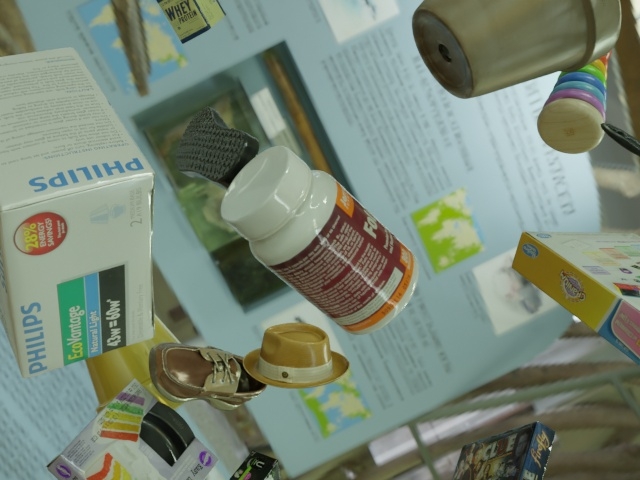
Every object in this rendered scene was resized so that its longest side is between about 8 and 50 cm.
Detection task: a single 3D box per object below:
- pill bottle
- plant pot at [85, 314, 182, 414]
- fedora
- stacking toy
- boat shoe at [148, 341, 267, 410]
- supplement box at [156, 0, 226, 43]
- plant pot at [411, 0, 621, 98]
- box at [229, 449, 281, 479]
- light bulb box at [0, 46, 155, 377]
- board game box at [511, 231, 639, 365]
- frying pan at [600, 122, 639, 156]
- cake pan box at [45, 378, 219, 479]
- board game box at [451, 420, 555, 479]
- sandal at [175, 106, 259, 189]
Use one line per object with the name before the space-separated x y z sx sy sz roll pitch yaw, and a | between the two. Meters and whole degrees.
pill bottle | 0.000 0.000 1.882 0.392 0.224 0.224 41 12 -30
plant pot | -0.403 0.270 2.030 0.239 0.254 0.254 59 1 -2
fedora | -0.044 0.197 1.661 0.194 0.194 0.079 -114 -156 -72
stacking toy | 0.574 -0.344 2.024 0.330 0.141 0.141 -64 142 -36
boat shoe | -0.216 0.258 1.838 0.324 0.116 0.123 28 47 -59
supplement box | -0.205 -0.372 1.480 0.083 0.056 0.083 59 27 -19
plant pot | 0.334 -0.407 1.704 0.323 0.280 0.323 53 -12 17
box | -0.122 0.448 1.747 0.083 0.062 0.052 -46 141 -46
light bulb box | -0.426 -0.050 1.461 0.361 0.225 0.358 53 -33 37
board game box | 0.465 0.082 1.329 0.316 0.242 0.064 45 -52 53
frying pan | 0.616 -0.121 1.557 0.326 0.053 0.197 44 33 1
cake pan box | -0.349 0.427 1.785 0.246 0.070 0.267 47 35 -2
board game box | 0.303 0.418 1.620 0.042 0.165 0.243 31 -31 -9
sandal | -0.231 -0.193 2.141 0.107 0.168 0.446 31 4 -28
